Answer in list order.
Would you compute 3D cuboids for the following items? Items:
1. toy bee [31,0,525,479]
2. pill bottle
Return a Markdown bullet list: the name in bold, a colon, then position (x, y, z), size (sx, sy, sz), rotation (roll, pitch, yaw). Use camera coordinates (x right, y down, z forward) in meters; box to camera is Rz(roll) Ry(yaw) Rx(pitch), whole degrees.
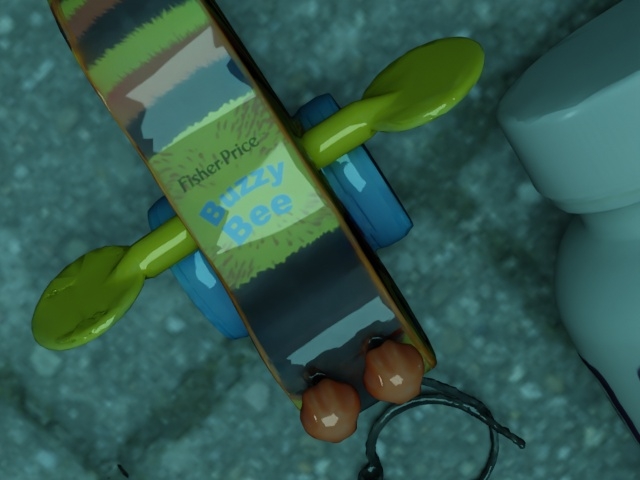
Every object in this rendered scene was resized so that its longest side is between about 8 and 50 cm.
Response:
- **toy bee**: position (0.000, 0.000, 0.476), size (0.298, 0.162, 0.195), rotation (35, 98, -10)
- **pill bottle**: position (0.201, 0.040, 0.492), size (0.169, 0.169, 0.301), rotation (-33, 104, 5)
